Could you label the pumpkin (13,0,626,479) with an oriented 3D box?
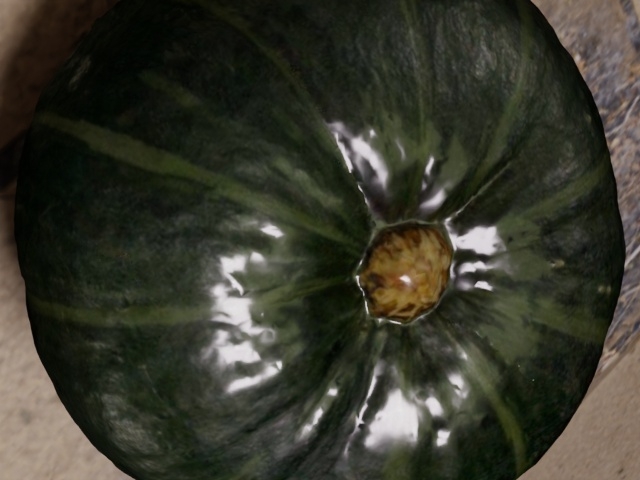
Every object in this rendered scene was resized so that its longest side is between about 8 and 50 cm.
[{"bbox_3d":[0.000,0.000,0.830,0.300,0.207,0.300,-3,97,-28],"label":"pumpkin"}]
